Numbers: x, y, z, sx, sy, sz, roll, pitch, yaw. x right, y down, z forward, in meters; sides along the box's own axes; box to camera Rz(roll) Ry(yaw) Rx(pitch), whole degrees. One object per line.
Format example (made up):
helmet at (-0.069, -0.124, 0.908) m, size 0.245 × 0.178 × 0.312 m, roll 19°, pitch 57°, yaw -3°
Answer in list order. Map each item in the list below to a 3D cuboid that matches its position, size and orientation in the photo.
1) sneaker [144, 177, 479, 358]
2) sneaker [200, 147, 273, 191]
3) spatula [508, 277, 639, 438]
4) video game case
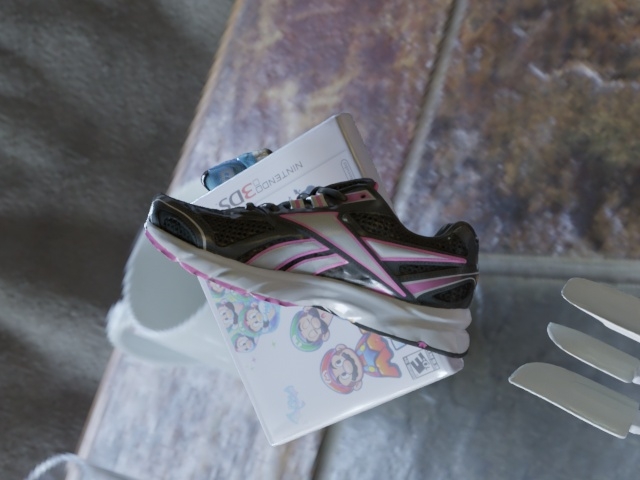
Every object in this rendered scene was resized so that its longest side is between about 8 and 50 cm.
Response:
sneaker at (0.000, 0.000, 0.638) m, size 0.072 × 0.178 × 0.077 m, roll 179°, pitch 108°, yaw -82°
sneaker at (-0.055, 0.012, 0.947) m, size 0.073 × 0.063 × 0.162 m, roll -9°, pitch 100°, yaw 3°
spatula at (0.266, 0.109, 0.855) m, size 0.242 × 0.168 × 0.019 m, roll 25°, pitch 120°, yaw 15°
video game case at (-0.007, 0.027, 0.712) m, size 0.143 × 0.019 × 0.157 m, roll -28°, pitch 83°, yaw 35°
